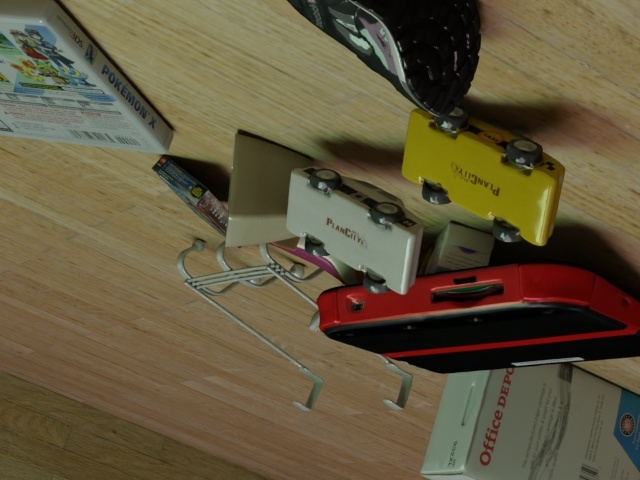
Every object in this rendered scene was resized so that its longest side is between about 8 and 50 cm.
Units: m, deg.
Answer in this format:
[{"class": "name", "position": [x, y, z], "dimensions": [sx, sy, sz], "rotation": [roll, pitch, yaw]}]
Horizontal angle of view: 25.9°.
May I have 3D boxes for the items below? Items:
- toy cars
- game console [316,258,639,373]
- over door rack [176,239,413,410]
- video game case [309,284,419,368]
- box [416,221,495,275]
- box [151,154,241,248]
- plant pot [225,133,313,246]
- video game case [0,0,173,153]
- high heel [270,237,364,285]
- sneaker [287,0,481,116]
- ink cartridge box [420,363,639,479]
[{"class": "toy cars", "position": [0.115, -0.047, 1.488], "dimensions": [0.087, 0.176, 0.394], "rotation": [-23, 180, -41]}, {"class": "game console", "position": [0.224, 0.105, 1.781], "dimensions": [0.387, 0.060, 0.342], "rotation": [-9, 161, 36]}, {"class": "over door rack", "position": [-0.030, 0.106, 2.016], "dimensions": [0.324, 0.108, 0.240], "rotation": [50, 148, -21]}, {"class": "video game case", "position": [0.103, 0.137, 2.153], "dimensions": [0.206, 0.026, 0.227], "rotation": [20, 161, -7]}, {"class": "box", "position": [0.151, 0.059, 1.843], "dimensions": [0.067, 0.063, 0.324], "rotation": [18, 160, -3]}, {"class": "box", "position": [-0.153, -0.049, 1.806], "dimensions": [0.094, 0.027, 0.137], "rotation": [38, 174, 32]}, {"class": "plant pot", "position": [-0.061, -0.055, 1.666], "dimensions": [0.096, 0.109, 0.109], "rotation": [4, 161, -4]}, {"class": "video game case", "position": [-0.376, -0.199, 1.632], "dimensions": [0.329, 0.036, 0.300], "rotation": [9, 159, 25]}, {"class": "high heel", "position": [0.000, 0.000, 1.831], "dimensions": [0.244, 0.082, 0.117], "rotation": [15, -167, -33]}, {"class": "sneaker", "position": [0.035, -0.214, 1.191], "dimensions": [0.124, 0.107, 0.283], "rotation": [20, 163, 41]}, {"class": "ink cartridge box", "position": [0.332, 0.302, 2.109], "dimensions": [0.308, 0.223, 0.129], "rotation": [25, 160, -21]}]
